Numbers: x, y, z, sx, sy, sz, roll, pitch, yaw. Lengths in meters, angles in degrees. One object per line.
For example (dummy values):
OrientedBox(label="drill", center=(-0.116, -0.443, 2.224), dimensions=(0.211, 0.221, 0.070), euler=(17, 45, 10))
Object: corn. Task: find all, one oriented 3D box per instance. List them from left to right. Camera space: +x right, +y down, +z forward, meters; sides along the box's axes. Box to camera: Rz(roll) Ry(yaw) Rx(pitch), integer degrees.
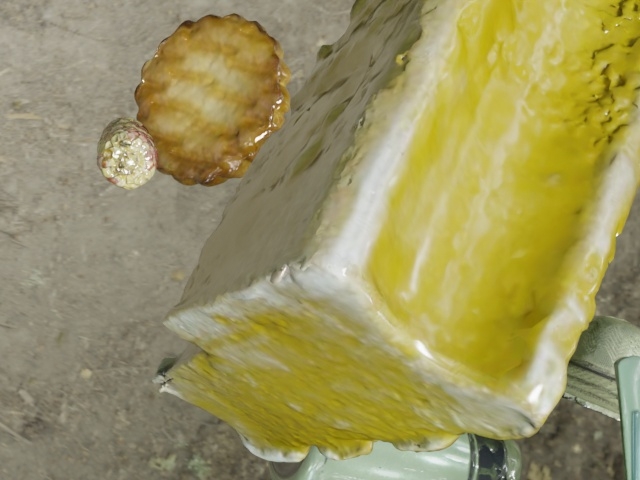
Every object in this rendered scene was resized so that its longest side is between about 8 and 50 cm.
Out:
OrientedBox(label="corn", center=(-0.320, -0.150, 1.595), dimensions=(0.098, 0.290, 0.098), euler=(-3, 104, -13))

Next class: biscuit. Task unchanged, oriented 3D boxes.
OrientedBox(label="biscuit", center=(-0.192, -0.253, 1.776), dimensions=(0.107, 0.325, 0.326), euler=(20, 80, -63))

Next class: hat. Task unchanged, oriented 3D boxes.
OrientedBox(label="hat", center=(0.336, 0.144, 1.120), dimensions=(0.252, 0.252, 0.110), euler=(24, 87, -37))

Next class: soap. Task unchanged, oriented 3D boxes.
OrientedBox(label="soap", center=(0.055, -0.051, 0.570), dimensions=(0.169, 0.304, 0.339), euler=(35, 64, -15))

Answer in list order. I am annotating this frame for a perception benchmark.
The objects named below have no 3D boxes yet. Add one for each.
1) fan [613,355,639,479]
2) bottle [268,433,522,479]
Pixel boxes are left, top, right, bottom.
OrientedBox(label="fan", center=(0.275, 0.196, 0.841), dimensions=(0.016, 0.038, 0.193), euler=(63, 29, -73))
OrientedBox(label="bottle", center=(0.111, 0.284, 1.279), dimensions=(0.346, 0.168, 0.169), euler=(18, 82, -25))
